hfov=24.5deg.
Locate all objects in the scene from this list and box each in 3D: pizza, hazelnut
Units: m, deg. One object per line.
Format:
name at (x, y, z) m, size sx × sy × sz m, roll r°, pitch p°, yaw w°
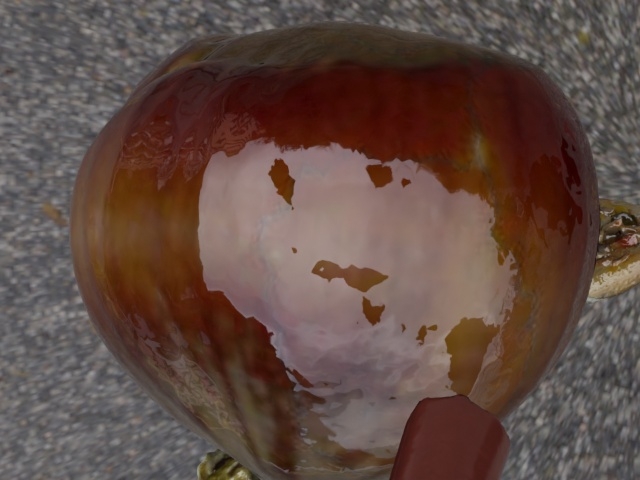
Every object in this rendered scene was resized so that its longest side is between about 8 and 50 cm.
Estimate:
pizza at (0.265, -0.015, 1.356) m, size 0.185 × 0.195 × 0.052 m, roll -28°, pitch 112°, yaw -15°
hazelnut at (0.000, 0.000, 1.092) m, size 0.409 × 0.359 × 0.359 m, roll -5°, pitch 91°, yaw 45°

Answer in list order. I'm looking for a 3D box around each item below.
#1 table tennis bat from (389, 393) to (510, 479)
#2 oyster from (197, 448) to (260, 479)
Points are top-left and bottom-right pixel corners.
table tennis bat at (0.021, 0.190, 0.594) m, size 0.268 × 0.414 × 0.051 m, roll 29°, pitch 119°, yaw 2°
oyster at (-0.043, 0.345, 1.760) m, size 0.238 × 0.351 × 0.115 m, roll 4°, pitch 99°, yaw 1°
